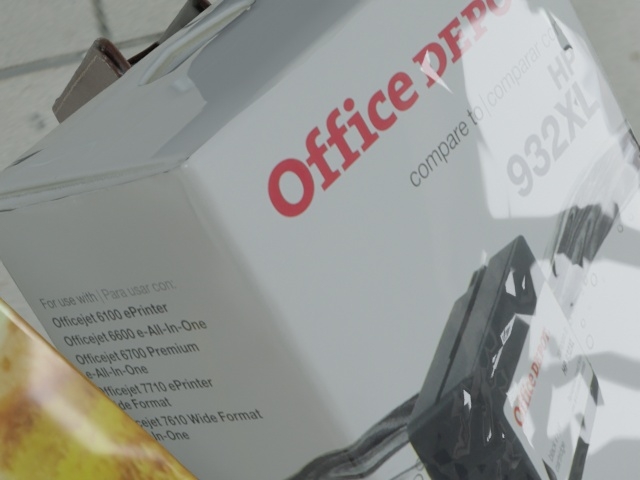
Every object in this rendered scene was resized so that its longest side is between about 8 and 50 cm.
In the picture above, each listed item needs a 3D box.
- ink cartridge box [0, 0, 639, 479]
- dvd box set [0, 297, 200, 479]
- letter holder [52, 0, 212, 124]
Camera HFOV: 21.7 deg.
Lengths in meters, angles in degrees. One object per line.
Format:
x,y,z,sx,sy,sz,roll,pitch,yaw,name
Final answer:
0.044,0.046,0.671,0.223,0.129,0.307,-46,114,-38,ink cartridge box
-0.133,0.134,0.323,0.420,0.062,0.307,46,47,-16,dvd box set
0.000,0.000,0.932,0.152,0.214,0.302,-32,93,-14,letter holder
